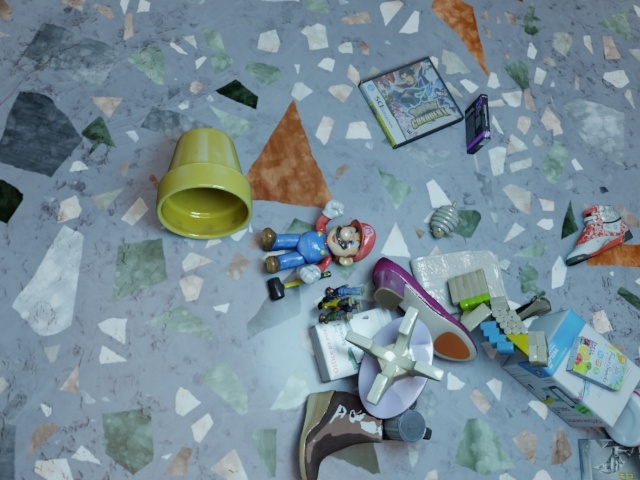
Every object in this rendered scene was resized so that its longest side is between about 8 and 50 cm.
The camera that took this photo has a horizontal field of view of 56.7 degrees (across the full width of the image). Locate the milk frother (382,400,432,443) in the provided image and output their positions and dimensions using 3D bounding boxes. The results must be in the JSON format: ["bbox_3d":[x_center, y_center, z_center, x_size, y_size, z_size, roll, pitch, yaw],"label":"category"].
[{"bbox_3d":[0.229,0.466,1.596,0.129,0.135,0.143,7,74,-24],"label":"milk frother"}]

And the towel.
[{"bbox_3d":[0.420,0.128,1.784,0.282,0.049,0.187,-7,75,-13],"label":"towel"}]

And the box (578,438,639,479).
[{"bbox_3d":[0.843,0.690,1.699,0.183,0.056,0.231,6,72,-10],"label":"box"}]

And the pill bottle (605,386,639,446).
[{"bbox_3d":[0.979,0.505,1.719,0.283,0.160,0.160,2,73,-20],"label":"pill bottle"}]

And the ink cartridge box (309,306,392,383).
[{"bbox_3d":[0.097,0.288,1.646,0.220,0.092,0.160,-14,76,-16],"label":"ink cartridge box"}]

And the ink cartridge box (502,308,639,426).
[{"bbox_3d":[0.715,0.368,1.694,0.270,0.198,0.197,40,70,3],"label":"ink cartridge box"}]

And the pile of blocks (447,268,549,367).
[{"bbox_3d":[0.488,0.236,1.644,0.149,0.112,0.362,-37,47,1],"label":"pile of blocks"}]

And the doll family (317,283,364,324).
[{"bbox_3d":[0.049,0.171,1.644,0.111,0.193,0.076,-9,97,26],"label":"doll family"}]

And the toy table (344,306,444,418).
[{"bbox_3d":[0.188,0.307,1.495,0.252,0.161,0.274,10,70,16],"label":"toy table"}]

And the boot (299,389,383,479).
[{"bbox_3d":[0.056,0.515,1.545,0.207,0.090,0.248,2,64,11],"label":"boot"}]

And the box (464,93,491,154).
[{"bbox_3d":[0.506,-0.374,1.915,0.029,0.116,0.162,4,73,-12],"label":"box"}]

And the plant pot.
[{"bbox_3d":[-0.317,-0.167,1.630,0.254,0.254,0.239,0,58,-12],"label":"plant pot"}]

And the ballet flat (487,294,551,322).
[{"bbox_3d":[0.586,0.218,1.771,0.250,0.084,0.058,-17,93,-21],"label":"ballet flat"}]

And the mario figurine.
[{"bbox_3d":[0.000,0.000,1.667,0.321,0.170,0.198,-9,109,-7],"label":"mario figurine"}]

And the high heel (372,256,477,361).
[{"bbox_3d":[0.305,0.190,1.691,0.377,0.127,0.181,41,29,-16],"label":"high heel"}]

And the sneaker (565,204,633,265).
[{"bbox_3d":[0.861,-0.023,1.900,0.270,0.090,0.145,-21,78,-20],"label":"sneaker"}]

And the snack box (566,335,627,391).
[{"bbox_3d":[0.738,0.329,1.585,0.141,0.037,0.100,25,71,-4],"label":"snack box"}]

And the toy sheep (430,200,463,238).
[{"bbox_3d":[0.383,-0.063,1.815,0.091,0.091,0.132,30,76,-2],"label":"toy sheep"}]

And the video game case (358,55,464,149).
[{"bbox_3d":[0.298,-0.454,1.939,0.275,0.035,0.248,-24,80,-17],"label":"video game case"}]

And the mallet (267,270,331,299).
[{"bbox_3d":[-0.061,0.110,1.701,0.190,0.039,0.062,-22,77,-22],"label":"mallet"}]
